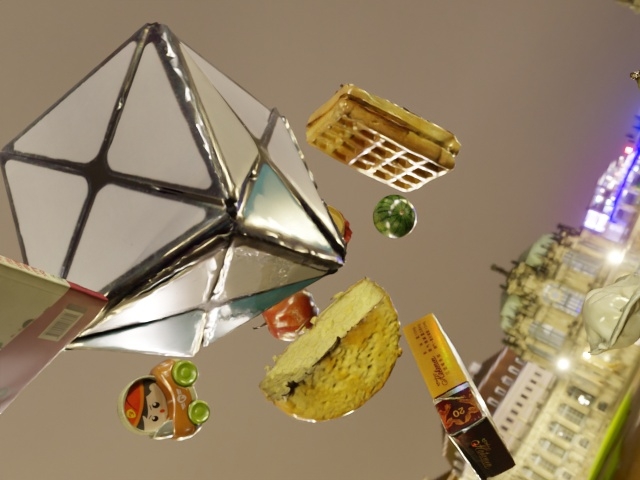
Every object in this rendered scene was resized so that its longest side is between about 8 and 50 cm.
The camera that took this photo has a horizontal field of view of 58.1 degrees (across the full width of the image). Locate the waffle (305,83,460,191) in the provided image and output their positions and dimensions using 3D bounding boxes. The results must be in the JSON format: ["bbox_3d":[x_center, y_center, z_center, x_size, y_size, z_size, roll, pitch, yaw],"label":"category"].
[{"bbox_3d":[0.143,-0.237,1.377,0.327,0.224,0.098,21,-111,-22],"label":"waffle"}]

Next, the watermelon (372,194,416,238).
[{"bbox_3d":[0.164,-0.053,1.281,0.109,0.109,0.109,-37,-39,-38],"label":"watermelon"}]

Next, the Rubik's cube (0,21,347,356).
[{"bbox_3d":[-0.185,-0.039,0.780,0.307,0.310,0.305,-32,-25,15],"label":"Rubik's cube"}]

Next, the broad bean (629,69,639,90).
[{"bbox_3d":[0.304,-0.211,0.454,0.048,0.070,0.214,30,-102,-60],"label":"broad bean"}]

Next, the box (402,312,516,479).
[{"bbox_3d":[0.386,0.436,1.642,0.115,0.415,0.264,-28,-55,8],"label":"box"}]

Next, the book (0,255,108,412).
[{"bbox_3d":[-0.300,0.083,0.484,0.162,0.022,0.232,-47,-20,-5],"label":"book"}]

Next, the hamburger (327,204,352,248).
[{"bbox_3d":[-0.002,-0.002,1.520,0.175,0.175,0.137,-49,-25,-24],"label":"hamburger"}]

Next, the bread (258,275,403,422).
[{"bbox_3d":[0.035,0.197,0.946,0.260,0.160,0.147,-44,-74,-14],"label":"bread"}]

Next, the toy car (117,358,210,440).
[{"bbox_3d":[-0.442,0.452,1.579,0.235,0.235,0.145,-33,0,-41],"label":"toy car"}]

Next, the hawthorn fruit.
[{"bbox_3d":[-0.103,0.212,1.632,0.194,0.157,0.157,-22,-34,6],"label":"hawthorn fruit"}]

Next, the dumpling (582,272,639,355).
[{"bbox_3d":[0.577,0.133,1.115,0.155,0.111,0.181,105,173,-60],"label":"dumpling"}]
